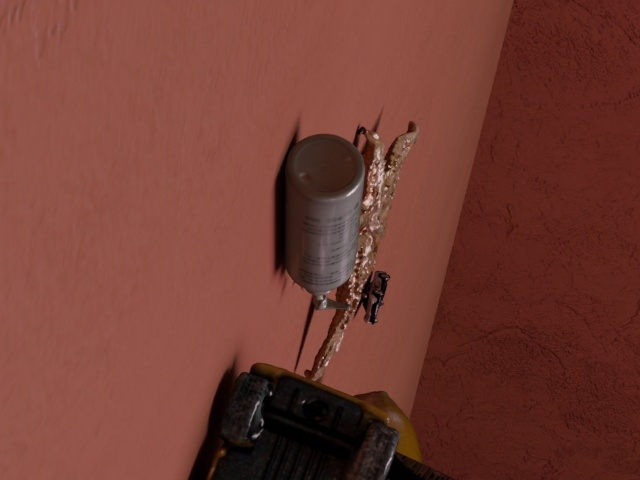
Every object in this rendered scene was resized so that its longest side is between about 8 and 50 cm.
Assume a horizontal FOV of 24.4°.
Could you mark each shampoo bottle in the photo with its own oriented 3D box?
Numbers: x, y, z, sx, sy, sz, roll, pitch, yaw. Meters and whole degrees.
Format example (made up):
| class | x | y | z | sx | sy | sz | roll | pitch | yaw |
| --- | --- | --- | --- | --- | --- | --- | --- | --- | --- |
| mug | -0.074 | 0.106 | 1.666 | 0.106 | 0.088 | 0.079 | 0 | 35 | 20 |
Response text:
| class | x | y | z | sx | sy | sz | roll | pitch | yaw |
| --- | --- | --- | --- | --- | --- | --- | --- | --- | --- |
| shampoo bottle | 0.000 | 0.000 | 1.066 | 0.195 | 0.056 | 0.056 | 95 | 14 | -59 |

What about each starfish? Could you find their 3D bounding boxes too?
| class | x | y | z | sx | sy | sz | roll | pitch | yaw |
| --- | --- | --- | --- | --- | --- | --- | --- | --- | --- |
| starfish | 0.030 | 0.012 | 1.331 | 0.295 | 0.048 | 0.231 | -59 | 163 | -58 |

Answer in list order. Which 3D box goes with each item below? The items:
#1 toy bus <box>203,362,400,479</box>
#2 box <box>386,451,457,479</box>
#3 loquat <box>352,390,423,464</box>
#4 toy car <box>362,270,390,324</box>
| class | x | y | z | sx | sy | sz | roll | pitch | yaw |
| --- | --- | --- | --- | --- | --- | --- | --- | --- | --- |
| toy bus | -0.056 | 0.255 | 0.981 | 0.123 | 0.121 | 0.336 | 111 | 0 | -64 |
| box | 0.013 | 0.304 | 1.052 | 0.198 | 0.084 | 0.310 | 17 | -108 | 55 |
| loquat | 0.035 | 0.245 | 1.518 | 0.152 | 0.152 | 0.195 | 87 | 13 | -67 |
| toy car | 0.063 | 0.067 | 1.748 | 0.093 | 0.025 | 0.041 | -63 | 166 | -67 |
